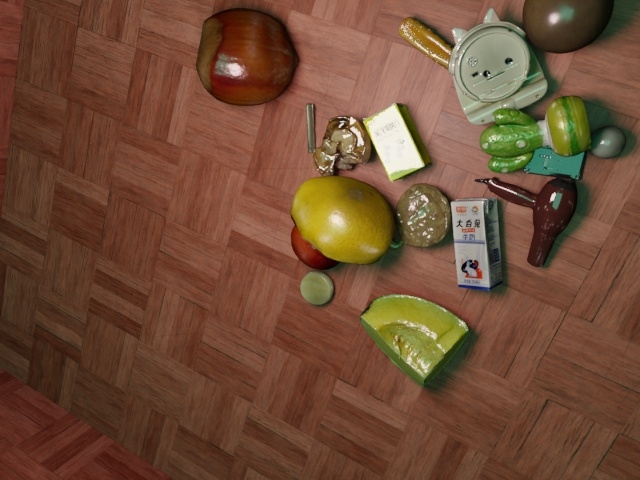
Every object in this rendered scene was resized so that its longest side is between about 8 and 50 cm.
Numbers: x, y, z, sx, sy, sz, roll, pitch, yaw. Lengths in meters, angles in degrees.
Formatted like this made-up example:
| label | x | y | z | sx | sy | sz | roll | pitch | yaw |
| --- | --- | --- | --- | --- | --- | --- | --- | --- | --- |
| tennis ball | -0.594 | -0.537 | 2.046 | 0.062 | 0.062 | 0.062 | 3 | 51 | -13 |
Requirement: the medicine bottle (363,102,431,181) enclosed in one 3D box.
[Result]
| label | x | y | z | sx | sy | sz | roll | pitch | yaw |
| --- | --- | --- | --- | --- | --- | --- | --- | --- | --- |
| medicine bottle | 0.272 | -0.347 | 1.818 | 0.137 | 0.141 | 0.250 | -24 | 92 | 27 |

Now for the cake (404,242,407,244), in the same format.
| label | x | y | z | sx | sy | sz | roll | pitch | yaw |
| --- | --- | --- | --- | --- | --- | --- | --- | --- | --- |
| cake | 0.379 | -0.011 | 1.898 | 0.140 | 0.051 | 0.055 | -36 | 89 | 27 |

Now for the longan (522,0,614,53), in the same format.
| label | x | y | z | sx | sy | sz | roll | pitch | yaw |
| --- | --- | --- | --- | --- | --- | --- | --- | --- | --- |
| longan | 0.722 | -0.674 | 1.498 | 0.258 | 0.258 | 0.258 | 5 | 104 | 21 |

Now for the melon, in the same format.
| label | x | y | z | sx | sy | sz | roll | pitch | yaw |
| --- | --- | --- | --- | --- | --- | --- | --- | --- | --- |
| melon | 0.325 | 0.348 | 1.920 | 0.343 | 0.226 | 0.331 | 43 | 126 | 22 |

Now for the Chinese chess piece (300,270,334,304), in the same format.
| label | x | y | z | sx | sy | sz | roll | pitch | yaw |
| --- | --- | --- | --- | --- | --- | --- | --- | --- | --- |
| Chinese chess piece | -0.012 | 0.193 | 2.099 | 0.144 | 0.058 | 0.144 | 5 | 102 | 22 |

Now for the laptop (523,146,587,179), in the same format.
| label | x | y | z | sx | sy | sz | roll | pitch | yaw |
| --- | --- | --- | --- | --- | --- | --- | --- | --- | --- |
| laptop | 0.778 | -0.275 | 1.697 | 0.180 | 0.016 | 0.129 | 11 | 106 | 19 |

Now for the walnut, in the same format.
| label | x | y | z | sx | sy | sz | roll | pitch | yaw |
| --- | --- | --- | --- | --- | --- | --- | --- | --- | --- |
| walnut | 0.089 | -0.348 | 1.893 | 0.238 | 0.141 | 0.204 | -17 | 84 | 29 |

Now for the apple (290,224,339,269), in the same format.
| label | x | y | z | sx | sy | sz | roll | pitch | yaw |
| --- | --- | --- | --- | --- | --- | --- | --- | --- | --- |
| apple | 0.000 | 0.000 | 1.963 | 0.201 | 0.218 | 0.218 | 24 | 110 | 29 |

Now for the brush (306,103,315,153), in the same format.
| label | x | y | z | sx | sy | sz | roll | pitch | yaw |
| --- | --- | --- | --- | --- | --- | --- | --- | --- | --- |
| brush | -0.035 | -0.433 | 1.986 | 0.034 | 0.027 | 0.190 | 7 | 112 | 24 |

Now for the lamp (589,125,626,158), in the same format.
| label | x | y | z | sx | sy | sz | roll | pitch | yaw |
| --- | --- | --- | --- | --- | --- | --- | --- | --- | --- |
| lamp | 0.891 | -0.305 | 1.597 | 0.105 | 0.105 | 0.105 | 5 | 104 | 21 |

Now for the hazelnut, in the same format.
| label | x | y | z | sx | sy | sz | roll | pitch | yaw |
| --- | --- | --- | --- | --- | --- | --- | --- | --- | --- |
| hazelnut | -0.277 | -0.662 | 1.875 | 0.366 | 0.366 | 0.366 | 5 | 104 | 21 |

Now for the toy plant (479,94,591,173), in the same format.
| label | x | y | z | sx | sy | sz | roll | pitch | yaw |
| --- | --- | --- | --- | --- | --- | --- | --- | --- | --- |
| toy plant | 0.666 | -0.335 | 1.622 | 0.316 | 0.184 | 0.224 | -13 | 124 | 24 |

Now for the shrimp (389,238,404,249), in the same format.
| label | x | y | z | sx | sy | sz | roll | pitch | yaw |
| --- | --- | --- | --- | --- | --- | --- | --- | --- | --- |
| shrimp | 0.276 | -0.021 | 1.953 | 0.083 | 0.023 | 0.114 | -30 | 95 | 22 |

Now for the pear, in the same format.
| label | x | y | z | sx | sy | sz | roll | pitch | yaw |
| --- | --- | --- | --- | --- | --- | --- | --- | --- | --- |
| pear | 0.095 | -0.109 | 1.810 | 0.386 | 0.340 | 0.191 | 30 | 137 | 7 |

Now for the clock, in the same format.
| label | x | y | z | sx | sy | sz | roll | pitch | yaw |
| --- | --- | --- | --- | --- | --- | --- | --- | --- | --- |
| clock | 0.543 | -0.554 | 1.634 | 0.265 | 0.108 | 0.324 | -24 | 110 | 23 |

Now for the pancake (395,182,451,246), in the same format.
| label | x | y | z | sx | sy | sz | roll | pitch | yaw |
| --- | --- | --- | --- | --- | --- | --- | --- | --- | --- |
| pancake | 0.370 | -0.085 | 1.852 | 0.242 | 0.050 | 0.242 | -6 | 82 | 45 |

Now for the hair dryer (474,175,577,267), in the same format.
| label | x | y | z | sx | sy | sz | roll | pitch | yaw |
| --- | --- | --- | --- | --- | --- | --- | --- | --- | --- |
| hair dryer | 0.668 | -0.106 | 1.751 | 0.340 | 0.123 | 0.312 | 27 | 122 | 26 |

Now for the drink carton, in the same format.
| label | x | y | z | sx | sy | sz | roll | pitch | yaw |
| --- | --- | --- | --- | --- | --- | --- | --- | --- | --- |
| drink carton | 0.546 | 0.007 | 1.788 | 0.130 | 0.106 | 0.315 | 2 | 103 | 45 |

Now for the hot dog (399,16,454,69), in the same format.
| label | x | y | z | sx | sy | sz | roll | pitch | yaw |
| --- | --- | --- | --- | --- | --- | --- | --- | --- | --- |
| hot dog | 0.394 | -0.655 | 1.740 | 0.289 | 0.068 | 0.083 | 38 | 134 | 5 |
